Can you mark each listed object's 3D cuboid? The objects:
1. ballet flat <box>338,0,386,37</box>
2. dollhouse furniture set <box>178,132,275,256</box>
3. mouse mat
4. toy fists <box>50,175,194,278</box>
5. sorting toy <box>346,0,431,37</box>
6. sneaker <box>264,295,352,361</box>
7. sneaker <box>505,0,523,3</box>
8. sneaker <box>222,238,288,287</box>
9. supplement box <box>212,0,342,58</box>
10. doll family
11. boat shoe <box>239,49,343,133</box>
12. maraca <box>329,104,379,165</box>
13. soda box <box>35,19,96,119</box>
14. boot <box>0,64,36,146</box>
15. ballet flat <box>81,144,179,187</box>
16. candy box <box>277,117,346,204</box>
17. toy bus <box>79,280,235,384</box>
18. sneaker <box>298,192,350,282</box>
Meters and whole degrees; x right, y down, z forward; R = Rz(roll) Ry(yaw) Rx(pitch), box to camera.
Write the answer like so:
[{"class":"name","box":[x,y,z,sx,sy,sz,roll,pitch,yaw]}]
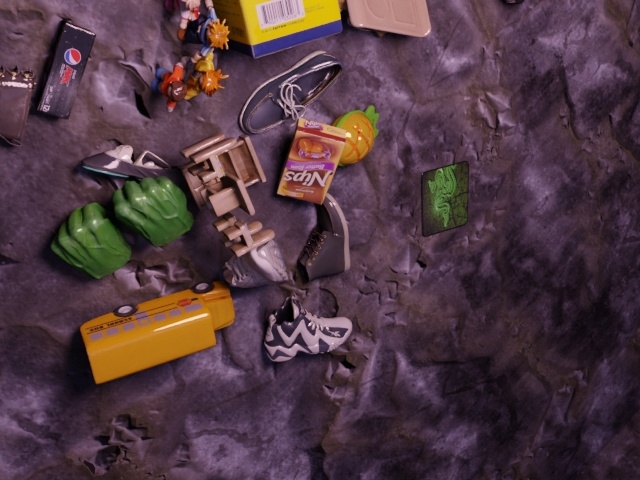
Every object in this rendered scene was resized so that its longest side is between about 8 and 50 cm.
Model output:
[{"class":"ballet flat","box":[0.065,-0.499,1.479,0.232,0.080,0.073,18,131,-31]},{"class":"dollhouse furniture set","box":[-0.170,-0.120,1.403,0.161,0.242,0.212,-28,115,-16]},{"class":"mouse mat","box":[0.332,-0.109,1.837,0.153,0.007,0.189,-17,118,-22]},{"class":"toy fists","box":[-0.399,-0.035,1.379,0.279,0.096,0.142,-26,143,4]},{"class":"sorting toy","box":[0.133,-0.529,1.468,0.208,0.038,0.192,-5,82,-34]},{"class":"sneaker","box":[-0.029,0.199,1.719,0.235,0.094,0.153,-10,125,-14]},{"class":"sneaker","box":[0.529,-0.684,1.651,0.283,0.107,0.124,-41,139,-3]},{"class":"sneaker","box":[-0.145,0.061,1.499,0.129,0.297,0.111,-18,80,-10]},{"class":"supplement box","box":[-0.112,-0.548,1.280,0.195,0.194,0.356,-23,121,-18]},{"class":"doll family","box":[-0.230,-0.368,1.314,0.118,0.163,0.262,2,110,-30]},{"class":"boat shoe","box":[-0.059,-0.310,1.486,0.255,0.079,0.095,-35,129,-9]},{"class":"maraca","box":[0.080,-0.241,1.588,0.186,0.099,0.127,-34,137,-42]},{"class":"soda box","box":[-0.470,-0.313,1.273,0.060,0.053,0.168,16,104,-34]},{"class":"boot","box":[-0.613,-0.297,1.194,0.229,0.091,0.262,-2,116,-34]},{"class":"ballet flat","box":[-0.375,-0.153,1.390,0.203,0.074,0.074,15,103,-35]},{"class":"candy box","box":[-0.021,-0.170,1.519,0.109,0.053,0.186,13,136,-9]},{"class":"toy bus","box":[-0.347,0.195,1.519,0.333,0.130,0.108,-16,118,-22]},{"class":"sneaker","box":[0.000,0.000,1.654,0.118,0.083,0.222,-22,121,-19]}]
